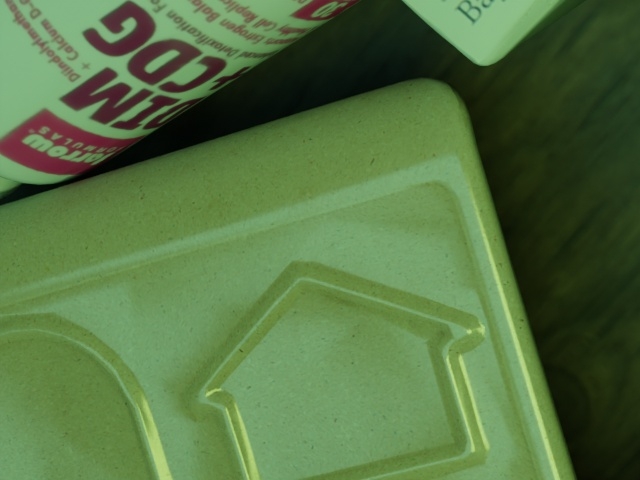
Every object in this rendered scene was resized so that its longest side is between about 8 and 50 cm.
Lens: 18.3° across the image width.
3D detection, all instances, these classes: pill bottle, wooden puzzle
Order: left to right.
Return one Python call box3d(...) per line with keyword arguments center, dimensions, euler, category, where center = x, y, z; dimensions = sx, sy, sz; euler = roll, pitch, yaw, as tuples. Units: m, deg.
box3d(center=(-0.106, -0.124, 0.901), dimensions=(0.283, 0.160, 0.160), euler=(-30, 94, 30), category="pill bottle")
box3d(center=(-0.035, 0.132, 0.905), dimensions=(0.322, 0.080, 0.348), euler=(-16, 88, 19), category="wooden puzzle")

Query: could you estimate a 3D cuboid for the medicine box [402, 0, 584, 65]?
box3d(center=(0.040, -0.233, 0.738), dimensions=(0.289, 0.263, 0.149), euler=(43, 118, 5), category="medicine box")
